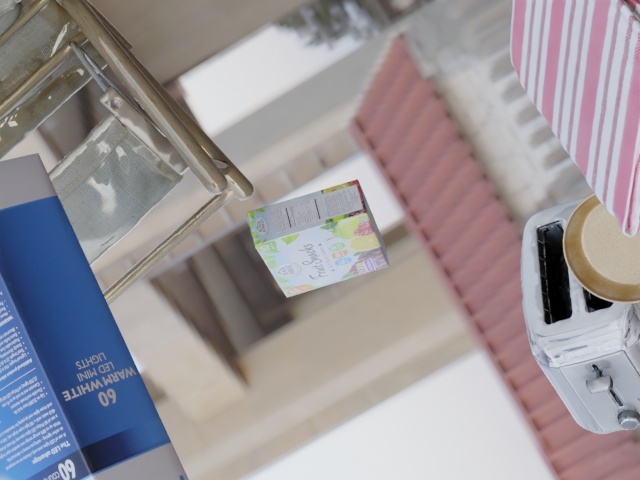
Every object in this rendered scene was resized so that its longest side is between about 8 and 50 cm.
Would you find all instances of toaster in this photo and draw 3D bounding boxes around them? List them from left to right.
[{"bbox_3d":[0.266,0.058,1.550,0.146,0.129,0.227,48,-145,-46],"label":"toaster"}]

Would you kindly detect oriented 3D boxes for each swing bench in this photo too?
[{"bbox_3d":[-0.241,-0.059,1.428,0.255,0.253,0.165,50,-176,4],"label":"swing bench"}]

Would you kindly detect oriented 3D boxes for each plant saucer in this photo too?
[{"bbox_3d":[0.210,0.002,1.139,0.083,0.083,0.015,59,-154,-5],"label":"plant saucer"}]

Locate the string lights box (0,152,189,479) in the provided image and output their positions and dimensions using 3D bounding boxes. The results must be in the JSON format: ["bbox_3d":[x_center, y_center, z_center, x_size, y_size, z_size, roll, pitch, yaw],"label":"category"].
[{"bbox_3d":[-0.200,0.088,1.125,0.076,0.133,0.260,-19,-99,-47],"label":"string lights box"}]

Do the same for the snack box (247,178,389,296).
[{"bbox_3d":[0.000,0.000,1.441,0.141,0.100,0.037,62,-167,-67],"label":"snack box"}]

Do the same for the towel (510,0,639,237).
[{"bbox_3d":[0.166,-0.114,1.009,0.197,0.029,0.144,-116,19,-44],"label":"towel"}]
